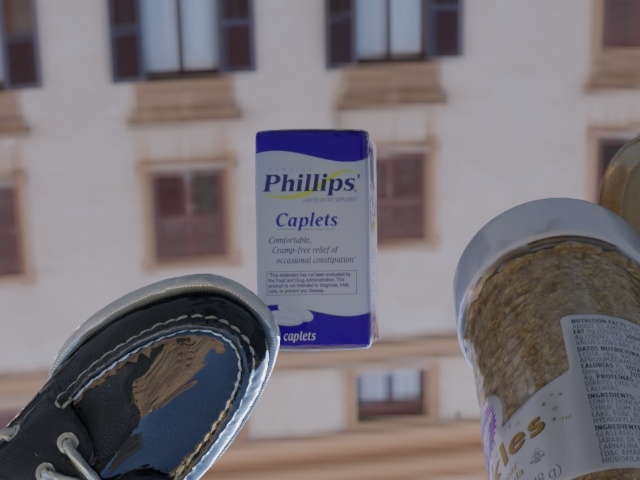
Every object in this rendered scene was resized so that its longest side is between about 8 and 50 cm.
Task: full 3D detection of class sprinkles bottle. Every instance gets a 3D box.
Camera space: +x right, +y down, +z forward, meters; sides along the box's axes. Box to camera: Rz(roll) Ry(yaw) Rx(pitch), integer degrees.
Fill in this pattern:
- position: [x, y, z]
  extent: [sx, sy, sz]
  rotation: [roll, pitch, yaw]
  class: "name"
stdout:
- position: [0.142, 0.111, 0.989]
  extent: [0.121, 0.121, 0.355]
  rotation: [-2, -150, -1]
  class: "sprinkles bottle"

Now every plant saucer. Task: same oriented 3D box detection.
- position: [0.212, -0.026, 1.240]
  extent: [0.015, 0.083, 0.083]
  rotation: [7, -163, -31]
  class: "plant saucer"

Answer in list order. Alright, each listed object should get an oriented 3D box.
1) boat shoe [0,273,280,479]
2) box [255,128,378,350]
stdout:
- position: [-0.137, 0.139, 1.039]
  extent: [0.114, 0.302, 0.091]
  rotation: [38, -156, -13]
  class: "boat shoe"
- position: [0.000, 0.000, 1.228]
  extent: [0.072, 0.137, 0.126]
  rotation: [-1, 179, 4]
  class: "box"
